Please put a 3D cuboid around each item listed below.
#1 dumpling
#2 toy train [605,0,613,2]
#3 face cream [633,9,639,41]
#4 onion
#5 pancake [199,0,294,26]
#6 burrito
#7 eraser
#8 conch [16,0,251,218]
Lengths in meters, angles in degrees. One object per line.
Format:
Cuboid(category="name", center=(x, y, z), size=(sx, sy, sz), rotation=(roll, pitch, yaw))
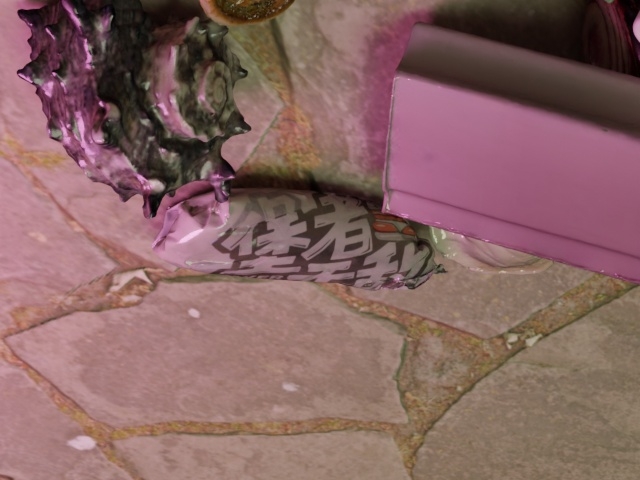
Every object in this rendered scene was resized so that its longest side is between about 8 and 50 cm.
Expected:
Cuboid(category="dumpling", center=(0.234, -0.024, 2.021), size=(0.167, 0.126, 0.216), rotation=(-22, 149, 12))
Cuboid(category="toy train", center=(0.284, -0.401, 1.636), size=(0.301, 0.120, 0.202), rotation=(19, 126, -40))
Cuboid(category="face cream", center=(0.465, -0.355, 1.709), size=(0.311, 0.092, 0.092), rotation=(-60, 141, -14))
Cuboid(category="onion", center=(0.447, -0.240, 1.831), size=(0.206, 0.207, 0.216), rotation=(-14, 145, -8))
Cuboid(category="pancake", center=(-0.069, -0.299, 1.605), size=(0.158, 0.028, 0.158), rotation=(-24, 131, -31))
Cuboid(category="burrito", center=(0.000, 0.000, 1.945), size=(0.446, 0.101, 0.139), rotation=(7, 133, -31))
Cuboid(category="eraser", center=(0.263, -0.100, 1.802), size=(0.359, 0.122, 0.272), rotation=(15, 141, 11))
Cuboid(category="conch", center=(-0.190, -0.168, 1.620), size=(0.313, 0.186, 0.240), rotation=(38, 84, -28))
